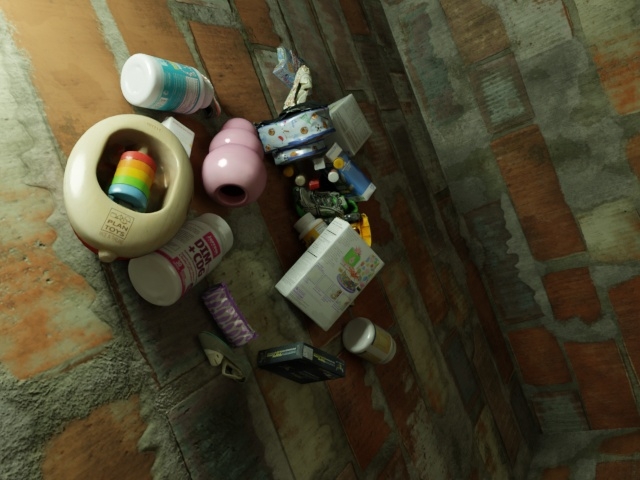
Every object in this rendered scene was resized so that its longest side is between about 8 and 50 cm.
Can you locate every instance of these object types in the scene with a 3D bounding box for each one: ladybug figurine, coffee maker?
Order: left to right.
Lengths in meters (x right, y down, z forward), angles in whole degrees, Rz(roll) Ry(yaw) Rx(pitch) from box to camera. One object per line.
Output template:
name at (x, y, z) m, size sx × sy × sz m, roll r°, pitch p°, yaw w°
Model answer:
ladybug figurine at (-0.483, -0.123, 1.351) m, size 0.305 × 0.162 × 0.449 m, roll 28°, pitch 45°, yaw -23°
coffee maker at (0.083, -0.223, 2.322) m, size 0.171 × 0.120 × 0.178 m, roll -47°, pitch 115°, yaw -24°

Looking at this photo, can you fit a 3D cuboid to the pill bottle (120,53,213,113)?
pill bottle at (-0.448, -0.460, 1.619) m, size 0.264 × 0.146 × 0.146 m, roll -7°, pitch 80°, yaw -57°

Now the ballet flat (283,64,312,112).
ballet flat at (-0.076, -0.618, 2.231) m, size 0.091 × 0.077 × 0.241 m, roll 32°, pitch 71°, yaw -44°

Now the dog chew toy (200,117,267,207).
dog chew toy at (-0.272, -0.266, 1.743) m, size 0.206 × 0.207 × 0.332 m, roll 39°, pitch 36°, yaw -39°

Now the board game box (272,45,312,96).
board game box at (-0.125, -0.731, 2.299) m, size 0.194 × 0.060 × 0.194 m, roll 13°, pitch 64°, yaw -53°

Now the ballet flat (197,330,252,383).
ballet flat at (-0.276, 0.340, 1.541) m, size 0.213 × 0.072 × 0.068 m, roll 48°, pitch 44°, yaw -32°

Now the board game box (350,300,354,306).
board game box at (0.039, 0.171, 2.106) m, size 0.243 × 0.042 × 0.165 m, roll 17°, pitch 61°, yaw -51°

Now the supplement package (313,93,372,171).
supplement package at (0.060, -0.463, 2.307) m, size 0.198 × 0.199 × 0.262 m, roll 58°, pitch 35°, yaw -18°

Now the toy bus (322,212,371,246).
toy bus at (0.101, -0.028, 2.176) m, size 0.211 × 0.220 × 0.149 m, roll -21°, pitch 101°, yaw -78°

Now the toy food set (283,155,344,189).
toy food set at (-0.019, -0.267, 2.076) m, size 0.104 × 0.232 × 0.111 m, roll -89°, pitch 164°, yaw -68°

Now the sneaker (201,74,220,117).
sneaker at (-0.390, -0.480, 1.794) m, size 0.065 × 0.061 × 0.158 m, roll -44°, pitch 110°, yaw -47°

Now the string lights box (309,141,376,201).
string lights box at (0.090, -0.270, 2.172) m, size 0.260 × 0.133 × 0.077 m, roll 44°, pitch 69°, yaw -23°

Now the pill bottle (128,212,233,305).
pill bottle at (-0.368, 0.041, 1.471) m, size 0.160 × 0.160 × 0.283 m, roll 62°, pitch 34°, yaw -14°

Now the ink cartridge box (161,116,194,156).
ink cartridge box at (-0.441, -0.283, 1.591) m, size 0.092 × 0.090 × 0.143 m, roll 36°, pitch 46°, yaw -42°

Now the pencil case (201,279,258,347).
pencil case at (-0.268, 0.221, 1.595) m, size 0.206 × 0.088 × 0.086 m, roll 59°, pitch 33°, yaw -16°

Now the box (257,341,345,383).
box at (-0.058, 0.396, 1.725) m, size 0.233 × 0.183 × 0.059 m, roll 36°, pitch 47°, yaw -43°

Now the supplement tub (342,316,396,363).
supplement tub at (0.195, 0.400, 2.125) m, size 0.200 × 0.144 × 0.144 m, roll 37°, pitch 46°, yaw -41°

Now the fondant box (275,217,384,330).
fondant box at (0.038, 0.122, 1.911) m, size 0.330 × 0.096 × 0.238 m, roll -48°, pitch 123°, yaw -6°

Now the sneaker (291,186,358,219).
sneaker at (0.017, -0.155, 2.139) m, size 0.343 × 0.146 × 0.134 m, roll 8°, pitch 68°, yaw -51°

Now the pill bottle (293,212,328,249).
pill bottle at (0.000, 0.000, 2.031) m, size 0.215 × 0.117 × 0.117 m, roll 48°, pitch 34°, yaw 5°

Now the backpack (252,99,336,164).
backpack at (-0.080, -0.404, 2.017) m, size 0.213 × 0.263 × 0.276 m, roll 63°, pitch 33°, yaw -12°
